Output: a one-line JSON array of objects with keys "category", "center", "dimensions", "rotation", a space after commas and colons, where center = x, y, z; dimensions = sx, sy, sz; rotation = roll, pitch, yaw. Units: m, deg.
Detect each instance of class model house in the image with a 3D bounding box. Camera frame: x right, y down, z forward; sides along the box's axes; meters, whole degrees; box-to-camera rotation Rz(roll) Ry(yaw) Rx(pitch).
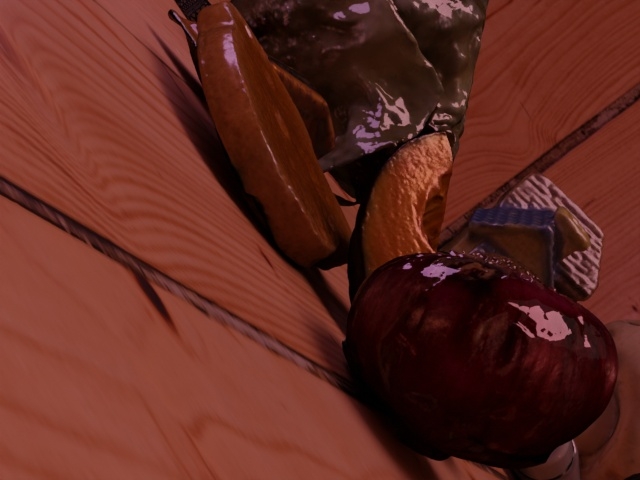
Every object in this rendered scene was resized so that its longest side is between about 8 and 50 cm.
[{"category": "model house", "center": [0.277, 0.071, 2.209], "dimensions": [0.261, 0.266, 0.321], "rotation": [45, 13, 2]}]

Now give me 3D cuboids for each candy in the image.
[{"category": "candy", "center": [-0.080, -0.179, 1.902], "dimensions": [0.143, 0.101, 0.271], "rotation": [50, 8, 34]}]

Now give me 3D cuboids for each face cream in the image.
[{"category": "face cream", "center": [0.313, 0.314, 2.173], "dimensions": [0.143, 0.089, 0.314], "rotation": [55, -2, 28]}]

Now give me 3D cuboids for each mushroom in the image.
[{"category": "mushroom", "center": [0.514, 0.309, 2.692], "dimensions": [0.325, 0.353, 0.353], "rotation": [38, -4, 34]}]

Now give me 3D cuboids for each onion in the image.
[{"category": "onion", "center": [0.133, 0.104, 1.405], "dimensions": [0.246, 0.190, 0.246], "rotation": [25, -4, 2]}]

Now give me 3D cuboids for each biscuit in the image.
[{"category": "biscuit", "center": [-0.048, -0.086, 1.660], "dimensions": [0.287, 0.057, 0.344], "rotation": [57, 11, -35]}]

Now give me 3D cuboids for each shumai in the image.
[{"category": "shumai", "center": [0.071, -0.200, 2.247], "dimensions": [0.395, 0.395, 0.348], "rotation": [28, 48, -77]}]

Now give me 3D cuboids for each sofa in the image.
[{"category": "sofa", "center": [-0.170, -0.332, 2.393], "dimensions": [0.060, 0.039, 0.118], "rotation": [55, 6, 31]}]

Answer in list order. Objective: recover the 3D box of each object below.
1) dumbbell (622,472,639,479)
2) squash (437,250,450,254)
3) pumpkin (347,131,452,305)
[{"category": "dumbbell", "center": [0.502, 0.450, 2.295], "dimensions": [0.192, 0.192, 0.290], "rotation": [50, 6, -32]}, {"category": "squash", "center": [0.167, 0.096, 1.950], "dimensions": [0.193, 0.156, 0.193], "rotation": [34, -13, 9]}, {"category": "pumpkin", "center": [0.080, 0.062, 1.647], "dimensions": [0.169, 0.148, 0.312], "rotation": [-30, -112, 62]}]
